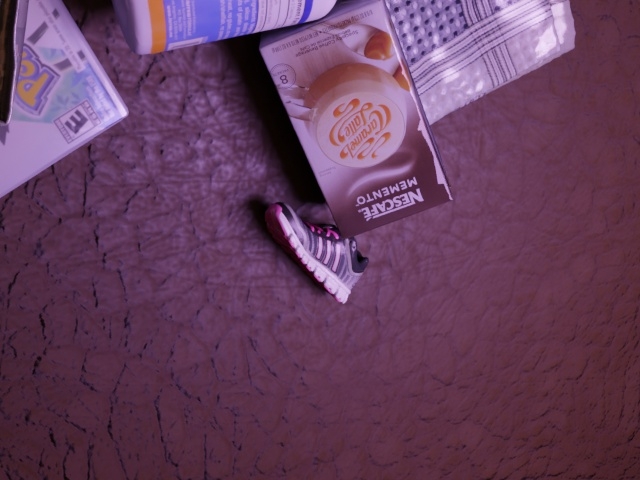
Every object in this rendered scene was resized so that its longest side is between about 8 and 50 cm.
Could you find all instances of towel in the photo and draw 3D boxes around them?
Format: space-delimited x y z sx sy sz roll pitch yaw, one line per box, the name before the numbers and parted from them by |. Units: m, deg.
towel | 0.159 -0.305 1.148 0.324 0.056 0.312 -31 117 -17

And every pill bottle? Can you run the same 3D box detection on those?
pill bottle | -0.071 -0.284 0.958 0.272 0.152 0.152 -16 112 -15

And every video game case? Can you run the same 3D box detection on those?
video game case | -0.389 -0.178 0.909 0.300 0.036 0.329 -36 119 -14

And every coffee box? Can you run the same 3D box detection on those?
coffee box | 0.044 -0.144 1.085 0.141 0.098 0.246 -20 117 10

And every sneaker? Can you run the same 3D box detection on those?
sneaker | 0.000 0.000 1.156 0.075 0.063 0.170 -47 126 -7

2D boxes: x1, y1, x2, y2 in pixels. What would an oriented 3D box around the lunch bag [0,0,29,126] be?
lunch bag | -0.313 -0.254 0.768 0.169 0.235 0.287 8 102 -26
